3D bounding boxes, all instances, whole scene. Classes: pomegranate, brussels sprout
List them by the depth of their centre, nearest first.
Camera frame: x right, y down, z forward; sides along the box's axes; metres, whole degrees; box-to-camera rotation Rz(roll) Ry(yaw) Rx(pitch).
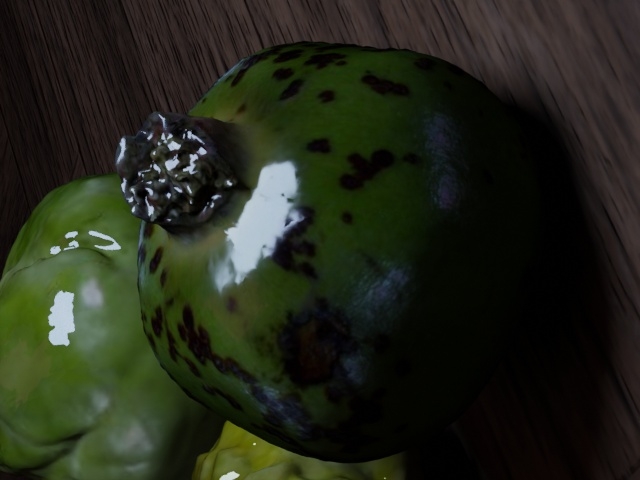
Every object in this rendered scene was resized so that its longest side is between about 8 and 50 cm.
[{"bbox_3d":[0.000,0.000,0.933,0.254,0.270,0.254,-19,63,41],"label":"pomegranate"},{"bbox_3d":[-0.179,0.105,1.374,0.273,0.243,0.316,-121,34,-57],"label":"brussels sprout"}]

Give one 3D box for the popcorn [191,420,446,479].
[{"bbox_3d":[-0.011,0.215,1.097,0.233,0.192,0.266,117,156,-61],"label":"popcorn"}]
